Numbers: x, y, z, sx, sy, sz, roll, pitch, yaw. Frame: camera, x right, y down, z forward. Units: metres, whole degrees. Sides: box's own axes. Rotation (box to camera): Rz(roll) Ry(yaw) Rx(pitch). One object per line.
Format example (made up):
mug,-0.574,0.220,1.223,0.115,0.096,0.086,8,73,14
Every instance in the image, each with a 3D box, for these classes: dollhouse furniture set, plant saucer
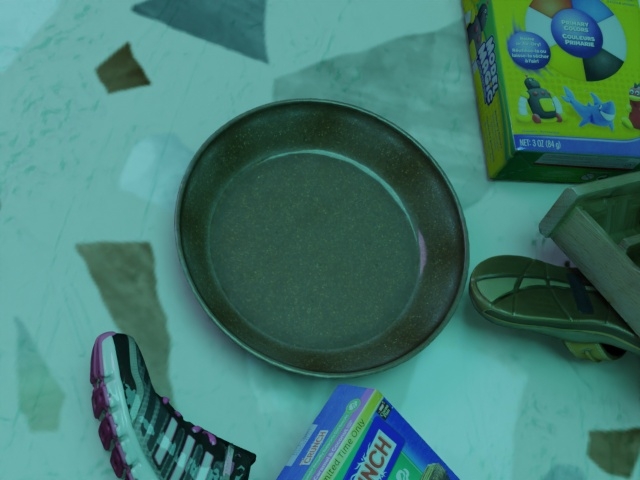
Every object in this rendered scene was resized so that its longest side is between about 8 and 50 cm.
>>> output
dollhouse furniture set,0.277,-0.041,0.668,0.212,0.242,0.161,-12,54,-41
plant saucer,0.000,0.000,0.725,0.199,0.036,0.198,6,66,-13

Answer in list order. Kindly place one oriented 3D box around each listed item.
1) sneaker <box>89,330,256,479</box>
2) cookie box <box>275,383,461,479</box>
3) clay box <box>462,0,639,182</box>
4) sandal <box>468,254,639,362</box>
sneaker,-0.079,0.127,0.636,0.075,0.063,0.170,-22,79,-22
cookie box,0.030,0.153,0.640,0.107,0.040,0.092,48,60,-24
clay box,0.180,-0.153,0.828,0.128,0.053,0.222,1,68,-16
sandal,0.179,0.055,0.740,0.180,0.049,0.072,11,44,-13
